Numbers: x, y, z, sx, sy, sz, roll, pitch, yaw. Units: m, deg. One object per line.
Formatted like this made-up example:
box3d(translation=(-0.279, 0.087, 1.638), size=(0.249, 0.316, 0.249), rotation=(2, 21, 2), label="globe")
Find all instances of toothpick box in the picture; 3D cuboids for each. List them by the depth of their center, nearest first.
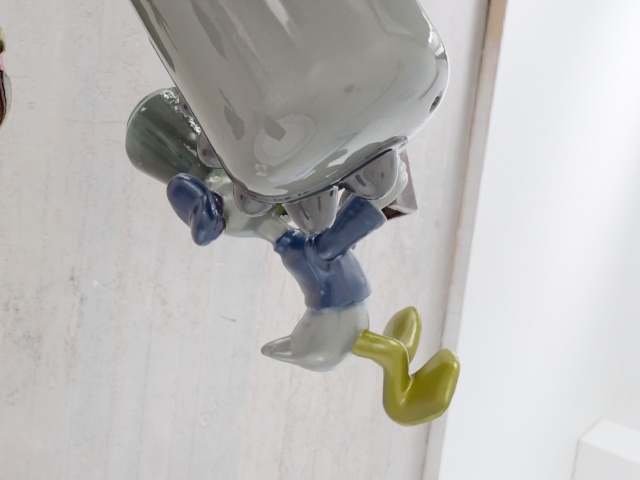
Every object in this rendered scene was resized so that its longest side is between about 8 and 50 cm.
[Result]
box3d(translation=(-0.036, -0.166, 0.486), size=(0.229, 0.229, 0.317), rotation=(-23, 81, -41), label="toothpick box")

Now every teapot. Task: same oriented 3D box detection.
box3d(translation=(-0.195, -0.148, 0.959), size=(0.171, 0.225, 0.203), rotation=(-18, 142, -50), label="teapot")

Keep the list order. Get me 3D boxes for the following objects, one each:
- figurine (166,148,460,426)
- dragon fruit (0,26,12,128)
box3d(translation=(0.000, 0.000, 0.628), size=(0.338, 0.204, 0.284), rotation=(26, 88, -14), label="figurine")
box3d(translation=(-0.680, -0.299, 0.970), size=(0.305, 0.225, 0.306), rotation=(8, 72, -24), label="dragon fruit")
